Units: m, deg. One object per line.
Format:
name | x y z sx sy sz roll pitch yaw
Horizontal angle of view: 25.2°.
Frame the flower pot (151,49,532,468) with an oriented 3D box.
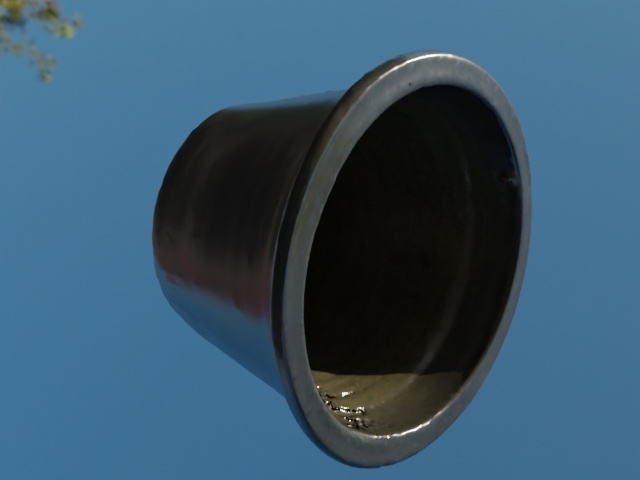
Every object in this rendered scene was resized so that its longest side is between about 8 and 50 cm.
flower pot | 0.000 0.000 0.828 0.148 0.235 0.235 12 -112 37
